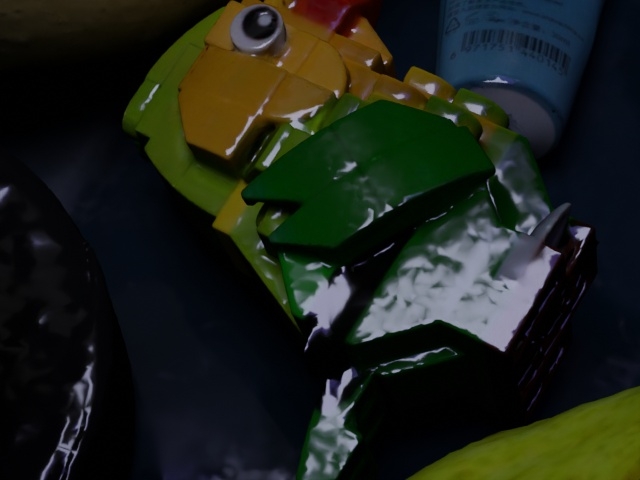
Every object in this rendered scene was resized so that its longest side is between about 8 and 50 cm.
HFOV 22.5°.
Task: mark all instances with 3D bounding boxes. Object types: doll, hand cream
[{"bbox_3d":[0.007,-0.005,0.550,0.134,0.106,0.186,-32,64,-2],"label":"doll"},{"bbox_3d":[0.083,-0.117,0.652,0.083,0.048,0.224,10,55,7],"label":"hand cream"}]

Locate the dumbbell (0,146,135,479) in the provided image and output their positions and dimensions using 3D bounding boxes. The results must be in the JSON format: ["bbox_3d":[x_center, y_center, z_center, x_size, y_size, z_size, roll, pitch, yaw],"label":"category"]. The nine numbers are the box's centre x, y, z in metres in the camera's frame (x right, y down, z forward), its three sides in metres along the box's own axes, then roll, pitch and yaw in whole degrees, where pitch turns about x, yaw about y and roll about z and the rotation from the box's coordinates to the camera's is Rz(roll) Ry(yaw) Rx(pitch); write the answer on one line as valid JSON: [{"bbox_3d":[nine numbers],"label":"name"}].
[{"bbox_3d":[-0.169,-0.006,0.433,0.203,0.322,0.204,-1,61,1],"label":"dumbbell"}]

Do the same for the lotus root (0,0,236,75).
[{"bbox_3d":[-0.131,-0.131,0.598,0.342,0.151,0.169,1,23,-7],"label":"lotus root"}]

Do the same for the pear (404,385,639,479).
[{"bbox_3d":[0.119,0.208,0.298,0.391,0.391,0.391,-1,61,2],"label":"pear"}]
